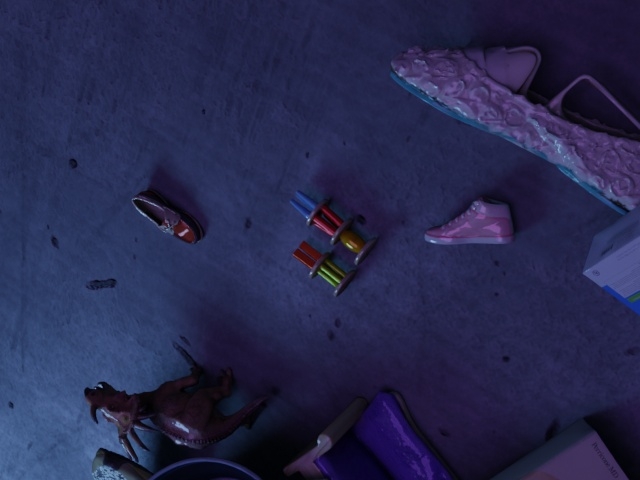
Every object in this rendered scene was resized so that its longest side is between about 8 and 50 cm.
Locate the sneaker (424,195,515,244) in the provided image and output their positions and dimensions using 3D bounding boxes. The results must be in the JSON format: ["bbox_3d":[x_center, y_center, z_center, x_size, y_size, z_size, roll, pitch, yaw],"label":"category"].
[{"bbox_3d":[0.217,-0.031,1.435,0.134,0.051,0.070,0,103,24],"label":"sneaker"}]

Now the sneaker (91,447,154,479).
[{"bbox_3d":[-0.374,0.546,1.782,0.158,0.182,0.410,19,132,15],"label":"sneaker"}]

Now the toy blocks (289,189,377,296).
[{"bbox_3d":[0.000,0.000,1.550,0.148,0.054,0.123,39,118,12],"label":"toy blocks"}]

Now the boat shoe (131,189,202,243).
[{"bbox_3d":[-0.263,-0.037,1.679,0.137,0.043,0.049,39,117,10],"label":"boat shoe"}]

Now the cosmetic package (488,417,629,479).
[{"bbox_3d":[0.305,0.413,1.418,0.309,0.113,0.160,-36,86,5],"label":"cosmetic package"}]

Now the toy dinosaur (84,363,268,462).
[{"bbox_3d":[-0.240,0.307,1.680,0.295,0.200,0.127,5,107,25],"label":"toy dinosaur"}]

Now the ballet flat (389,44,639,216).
[{"bbox_3d":[0.296,-0.180,1.307,0.408,0.147,0.147,31,117,6],"label":"ballet flat"}]

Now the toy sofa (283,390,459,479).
[{"bbox_3d":[0.129,0.431,1.560,0.177,0.150,0.363,-40,85,31],"label":"toy sofa"}]

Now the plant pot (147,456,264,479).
[{"bbox_3d":[-0.174,0.494,1.645,0.271,0.255,0.272,0,81,3],"label":"plant pot"}]

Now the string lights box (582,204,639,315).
[{"bbox_3d":[0.481,0.064,1.246,0.259,0.077,0.133,36,141,-8],"label":"string lights box"}]

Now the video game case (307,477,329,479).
[{"bbox_3d":[-0.065,0.476,1.498,0.183,0.023,0.201,-8,82,5],"label":"video game case"}]
